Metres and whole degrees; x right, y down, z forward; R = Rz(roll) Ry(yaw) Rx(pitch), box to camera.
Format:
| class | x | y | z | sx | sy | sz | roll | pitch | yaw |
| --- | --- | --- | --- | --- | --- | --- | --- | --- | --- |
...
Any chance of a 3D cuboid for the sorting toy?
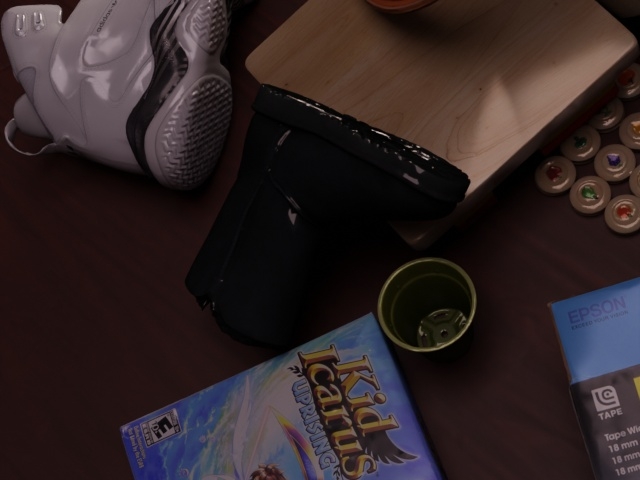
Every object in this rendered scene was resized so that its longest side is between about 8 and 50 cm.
| class | x | y | z | sx | sy | sz | roll | pitch | yaw |
| --- | --- | --- | --- | --- | --- | --- | --- | --- | --- |
| sorting toy | 0.111 | -0.149 | 1.503 | 0.257 | 0.089 | 0.255 | -42 | 62 | 1 |

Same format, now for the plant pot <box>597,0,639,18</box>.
| class | x | y | z | sx | sy | sz | roll | pitch | yaw |
| --- | --- | --- | --- | --- | --- | --- | --- | --- | --- |
| plant pot | 0.300 | -0.296 | 1.443 | 0.284 | 0.284 | 0.191 | -11 | 96 | 12 |

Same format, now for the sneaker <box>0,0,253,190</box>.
| class | x | y | z | sx | sy | sz | roll | pitch | yaw |
| --- | --- | --- | --- | --- | --- | --- | --- | --- | --- |
| sneaker | -0.178 | -0.229 | 1.603 | 0.210 | 0.137 | 0.366 | 6 | 72 | 16 |

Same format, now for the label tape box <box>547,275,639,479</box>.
| class | x | y | z | sx | sy | sz | roll | pitch | yaw |
| --- | --- | --- | --- | --- | --- | --- | --- | --- | --- |
| label tape box | 0.335 | 0.180 | 1.287 | 0.240 | 0.106 | 0.334 | -17 | 62 | 9 |

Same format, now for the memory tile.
| class | x | y | z | sx | sy | sz | roll | pitch | yaw |
| --- | --- | --- | --- | --- | --- | --- | --- | --- | --- |
| memory tile | 0.268 | -0.082 | 1.475 | 0.113 | 0.012 | 0.148 | 33 | 79 | 26 |

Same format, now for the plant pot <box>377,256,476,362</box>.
| class | x | y | z | sx | sy | sz | roll | pitch | yaw |
| --- | --- | --- | --- | --- | --- | --- | --- | --- | --- |
| plant pot | 0.098 | 0.067 | 1.423 | 0.083 | 0.079 | 0.083 | -7 | 65 | 15 |

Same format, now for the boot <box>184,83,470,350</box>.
| class | x | y | z | sx | sy | sz | roll | pitch | yaw |
| --- | --- | --- | --- | --- | --- | --- | --- | --- | --- |
| boot | 0.000 | 0.000 | 1.403 | 0.246 | 0.094 | 0.207 | 28 | 102 | 42 |

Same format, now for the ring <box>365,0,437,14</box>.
| class | x | y | z | sx | sy | sz | roll | pitch | yaw |
| --- | --- | --- | --- | --- | --- | --- | --- | --- | --- |
| ring | 0.114 | -0.350 | 1.417 | 0.336 | 0.032 | 0.337 | -37 | 45 | 50 |

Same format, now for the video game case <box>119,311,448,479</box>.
| class | x | y | z | sx | sy | sz | roll | pitch | yaw |
| --- | --- | --- | --- | --- | --- | --- | --- | --- | --- |
| video game case | -0.014 | 0.228 | 1.397 | 0.244 | 0.061 | 0.269 | -24 | 62 | 4 |
